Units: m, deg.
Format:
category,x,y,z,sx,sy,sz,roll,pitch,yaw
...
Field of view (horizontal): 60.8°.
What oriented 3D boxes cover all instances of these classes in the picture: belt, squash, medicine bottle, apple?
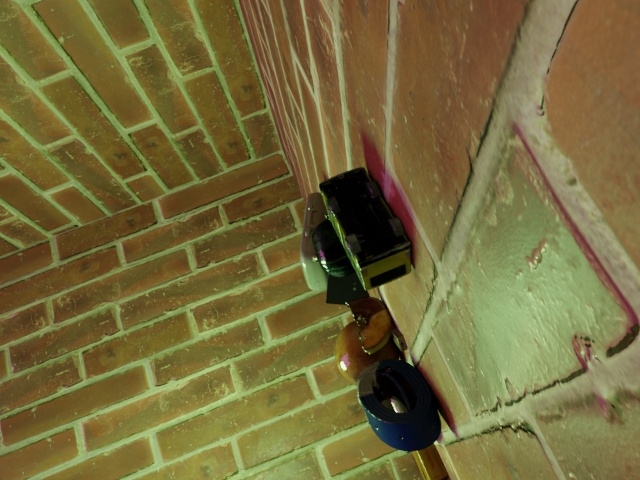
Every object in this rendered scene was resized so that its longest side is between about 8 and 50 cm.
category,x,y,z,sx,sy,sz,roll,pitch,yaw
belt,0.239,0.505,1.695,0.347,0.213,0.117,-133,19,-69
squash,0.057,0.024,1.877,0.218,0.173,0.217,178,90,-84
medicine bottle,0.000,0.000,2.203,0.282,0.123,0.374,73,-162,-49
apple,0.174,0.420,2.056,0.253,0.254,0.253,159,90,-87

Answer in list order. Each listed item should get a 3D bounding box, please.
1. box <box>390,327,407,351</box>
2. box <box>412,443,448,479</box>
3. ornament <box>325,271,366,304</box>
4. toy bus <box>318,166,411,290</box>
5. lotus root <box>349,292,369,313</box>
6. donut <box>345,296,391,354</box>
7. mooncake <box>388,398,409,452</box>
category,x,y,z,sx,sy,sz,roll,pitch,yaw
box,0.262,0.331,1.824,0.083,0.024,0.053,-119,8,-76
box,0.434,0.889,2.187,0.274,0.076,0.174,74,175,-58
ornament,0.117,0.140,2.145,0.196,0.167,0.153,-76,-9,-62
toy bus,0.099,-0.030,1.245,0.150,0.128,0.262,72,174,-51
lotus root,0.175,0.279,2.360,0.159,0.096,0.135,61,170,23
donut,0.186,0.297,1.922,0.085,0.141,0.217,59,-167,-45
mooncake,0.306,0.615,1.955,0.254,0.136,0.250,83,164,-58
